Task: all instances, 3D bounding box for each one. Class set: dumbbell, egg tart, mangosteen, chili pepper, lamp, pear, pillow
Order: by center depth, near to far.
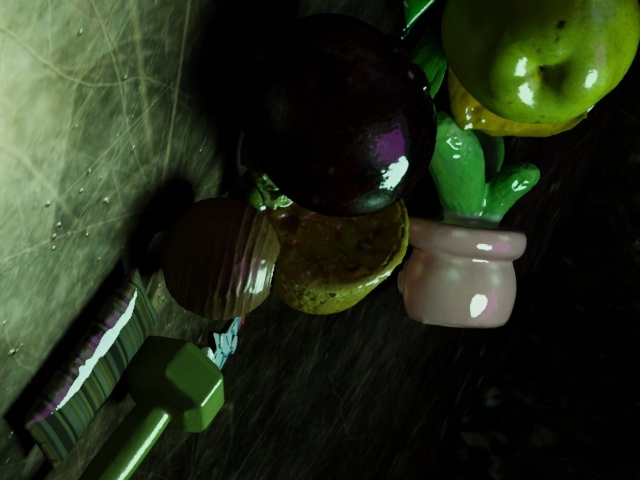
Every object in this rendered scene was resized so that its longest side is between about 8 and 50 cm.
[{"bbox_3d":[-0.238,0.131,1.492,0.203,0.038,0.113,-57,158,-24],"label":"pillow"},{"bbox_3d":[-0.109,0.020,1.552,0.136,0.136,0.136,-54,160,-29],"label":"lamp"},{"bbox_3d":[-0.006,-0.111,1.571,0.289,0.231,0.231,-42,174,28],"label":"mangosteen"},{"bbox_3d":[-0.222,0.240,1.573,0.302,0.121,0.108,-54,133,-31],"label":"dumbbell"},{"bbox_3d":[0.000,0.000,1.788,0.203,0.202,0.147,-54,175,-28],"label":"egg tart"},{"bbox_3d":[0.300,-0.304,1.954,0.294,0.294,0.294,-54,160,-29],"label":"pear"},{"bbox_3d":[0.119,-0.190,2.013,0.257,0.074,0.100,-60,163,-14],"label":"chili pepper"}]

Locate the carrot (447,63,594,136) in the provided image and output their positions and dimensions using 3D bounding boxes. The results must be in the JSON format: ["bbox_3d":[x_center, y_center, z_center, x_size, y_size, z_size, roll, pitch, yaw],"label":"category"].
[{"bbox_3d":[0.361,-0.318,2.271,0.341,0.241,0.241,-50,158,-44],"label":"carrot"}]

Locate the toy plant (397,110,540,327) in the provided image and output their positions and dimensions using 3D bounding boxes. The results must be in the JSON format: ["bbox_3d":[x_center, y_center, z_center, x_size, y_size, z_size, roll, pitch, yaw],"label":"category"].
[{"bbox_3d":[0.238,-0.030,2.389,0.317,0.210,0.356,-7,109,-68],"label":"toy plant"}]

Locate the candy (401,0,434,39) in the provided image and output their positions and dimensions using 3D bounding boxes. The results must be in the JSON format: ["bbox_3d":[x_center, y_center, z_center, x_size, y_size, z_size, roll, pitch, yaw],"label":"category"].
[{"bbox_3d":[0.157,-0.374,1.862,0.141,0.078,0.203,-45,160,-46],"label":"candy"}]

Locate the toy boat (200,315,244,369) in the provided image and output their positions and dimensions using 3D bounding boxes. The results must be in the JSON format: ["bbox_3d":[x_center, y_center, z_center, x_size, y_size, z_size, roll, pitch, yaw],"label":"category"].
[{"bbox_3d":[-0.137,0.156,1.856,0.149,0.034,0.105,-59,164,-61],"label":"toy boat"}]
